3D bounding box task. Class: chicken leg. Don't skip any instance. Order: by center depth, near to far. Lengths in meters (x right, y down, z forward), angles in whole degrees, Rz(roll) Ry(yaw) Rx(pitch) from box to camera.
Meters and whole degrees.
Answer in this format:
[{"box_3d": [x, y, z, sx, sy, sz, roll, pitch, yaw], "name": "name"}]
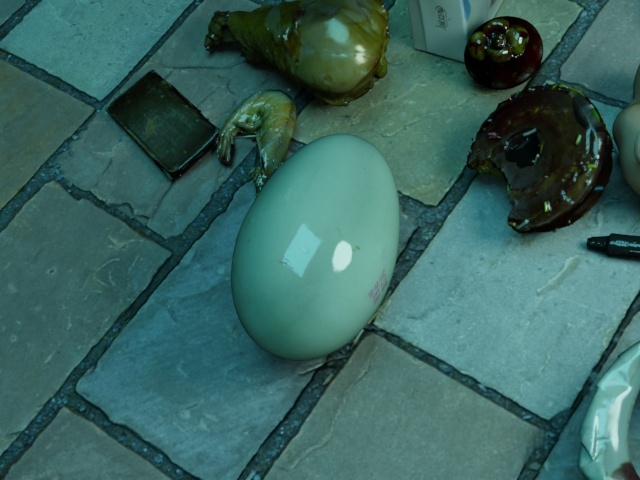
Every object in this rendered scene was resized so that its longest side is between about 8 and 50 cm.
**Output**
[{"box_3d": [-0.024, -0.372, 1.711, 0.409, 0.182, 0.295, 13, 52, 37], "name": "chicken leg"}]

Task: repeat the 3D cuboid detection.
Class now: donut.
[{"box_3d": [0.337, -0.123, 1.457, 0.216, 0.096, 0.230, -53, 46, 14], "name": "donut"}]

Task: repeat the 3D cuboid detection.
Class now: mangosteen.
[{"box_3d": [0.298, -0.312, 1.590, 0.140, 0.140, 0.140, -6, 58, 9], "name": "mangosteen"}]

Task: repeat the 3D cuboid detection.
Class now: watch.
[{"box_3d": [0.441, 0.247, 1.222, 0.241, 0.162, 0.253, -25, 53, 11], "name": "watch"}]

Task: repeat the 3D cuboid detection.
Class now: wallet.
[{"box_3d": [-0.277, -0.206, 1.715, 0.122, 0.031, 0.232, -41, 57, -7], "name": "wallet"}]

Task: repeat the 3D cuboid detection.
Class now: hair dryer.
[{"box_3d": [0.502, 0.027, 1.381, 0.247, 0.071, 0.114, 7, 60, 21], "name": "hair dryer"}]

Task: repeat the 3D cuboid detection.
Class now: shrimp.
[{"box_3d": [-0.111, -0.154, 1.642, 0.143, 0.052, 0.251, -9, 51, 21], "name": "shrimp"}]

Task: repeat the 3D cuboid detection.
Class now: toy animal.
[{"box_3d": [0.516, -0.168, 1.416, 0.195, 0.213, 0.256, 35, 74, -17], "name": "toy animal"}]

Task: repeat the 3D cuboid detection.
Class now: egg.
[{"box_3d": [0.000, 0.000, 1.408, 0.229, 0.230, 0.371, 10, 58, 18], "name": "egg"}]

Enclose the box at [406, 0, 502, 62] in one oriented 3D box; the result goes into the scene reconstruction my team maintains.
[{"box_3d": [0.251, -0.479, 1.663, 0.116, 0.203, 0.274, 20, 64, 23], "name": "box"}]
